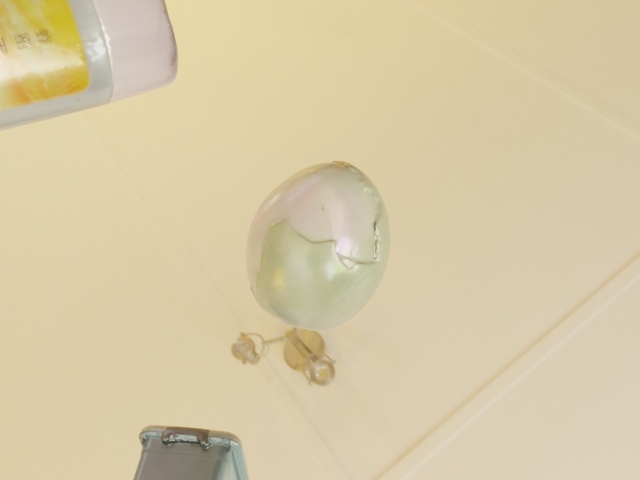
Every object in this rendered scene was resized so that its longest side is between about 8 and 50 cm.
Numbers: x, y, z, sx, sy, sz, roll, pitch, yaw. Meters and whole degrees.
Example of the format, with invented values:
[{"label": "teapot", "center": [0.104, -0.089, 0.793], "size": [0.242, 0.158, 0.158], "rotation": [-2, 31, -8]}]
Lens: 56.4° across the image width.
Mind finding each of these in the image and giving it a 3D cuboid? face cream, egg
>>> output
[{"label": "face cream", "center": [-0.225, -0.122, 0.382], "size": [0.269, 0.107, 0.073], "rotation": [-27, -146, -33]}, {"label": "egg", "center": [0.000, 0.000, 0.758], "size": [0.183, 0.183, 0.217], "rotation": [34, -63, 31]}]

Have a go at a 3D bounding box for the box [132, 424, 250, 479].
[{"label": "box", "center": [-0.198, 0.390, 0.925], "size": [0.162, 0.227, 0.130], "rotation": [3, -142, 7]}]
